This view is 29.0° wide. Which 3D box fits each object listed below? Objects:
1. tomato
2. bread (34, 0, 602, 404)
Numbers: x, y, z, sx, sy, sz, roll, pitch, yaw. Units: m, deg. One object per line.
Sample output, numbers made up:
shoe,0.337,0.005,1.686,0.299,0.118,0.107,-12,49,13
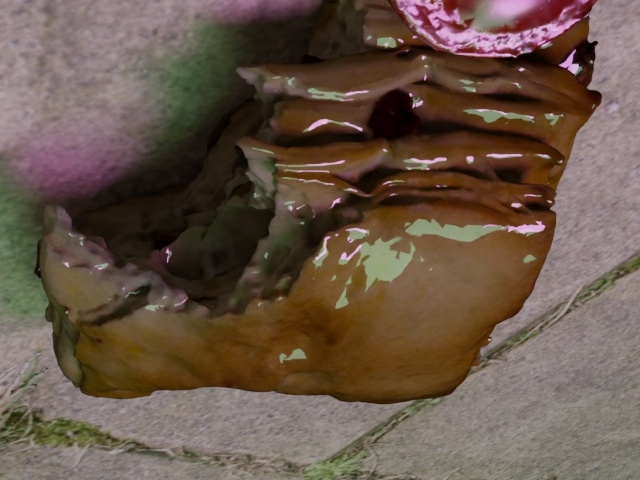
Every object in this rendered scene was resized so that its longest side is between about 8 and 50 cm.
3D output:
tomato,0.083,-0.186,0.688,0.139,0.091,0.159,-32,122,0
bread,0.000,0.000,0.831,0.370,0.191,0.314,-9,148,-17
